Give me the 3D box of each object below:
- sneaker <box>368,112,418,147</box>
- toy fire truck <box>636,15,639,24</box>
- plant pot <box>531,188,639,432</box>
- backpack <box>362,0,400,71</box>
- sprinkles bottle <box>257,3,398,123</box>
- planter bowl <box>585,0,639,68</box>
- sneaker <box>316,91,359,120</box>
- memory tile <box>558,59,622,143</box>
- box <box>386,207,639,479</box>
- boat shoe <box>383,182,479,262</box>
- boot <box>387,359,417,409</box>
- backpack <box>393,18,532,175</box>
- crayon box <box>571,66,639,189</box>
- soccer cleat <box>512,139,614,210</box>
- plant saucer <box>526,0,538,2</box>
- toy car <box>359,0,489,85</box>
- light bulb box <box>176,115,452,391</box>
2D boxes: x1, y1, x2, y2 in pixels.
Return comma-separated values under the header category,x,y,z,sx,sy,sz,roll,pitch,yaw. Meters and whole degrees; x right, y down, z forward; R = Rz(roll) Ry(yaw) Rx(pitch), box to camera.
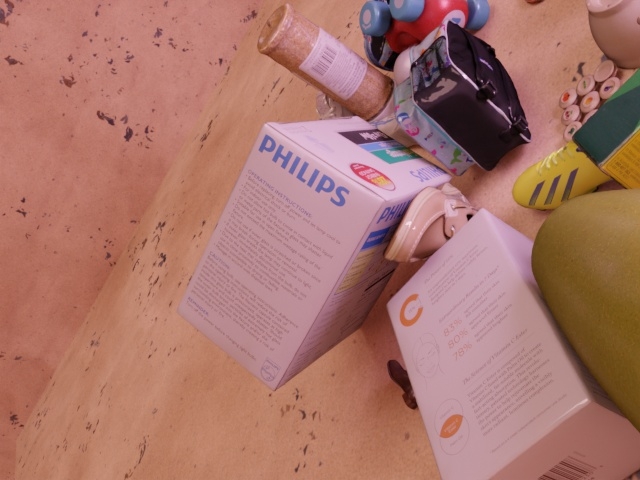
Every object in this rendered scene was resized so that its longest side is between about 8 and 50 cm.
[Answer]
category,x,y,z,sx,sy,sz,roll,pitch,yaw
sneaker,0.171,-0.243,1.518,0.086,0.085,0.237,-51,23,-17
toy fire truck,0.558,-0.344,0.887,0.246,0.158,0.217,-62,25,26
plant pot,0.357,0.055,0.713,0.275,0.274,0.293,-58,26,8
backpack,0.173,-0.474,1.649,0.117,0.158,0.173,179,105,-69
sprinkles bottle,0.033,-0.381,1.570,0.121,0.355,0.121,-40,34,35
planter bowl,0.474,-0.360,1.065,0.162,0.109,0.162,-41,33,35
sneaker,0.035,-0.272,1.691,0.114,0.152,0.305,-23,48,49
memory tile,0.423,-0.202,1.096,0.113,0.012,0.148,-36,40,47
box,0.247,0.161,0.915,0.215,0.168,0.345,-48,31,25
boat shoe,0.188,-0.018,1.092,0.109,0.098,0.302,-61,-16,22
boot,0.168,0.203,1.153,0.114,0.037,0.106,-53,41,23
backpack,0.245,-0.258,1.243,0.191,0.225,0.254,-34,34,34
crayon box,0.475,-0.169,0.792,0.318,0.202,0.081,-48,30,23
soccer cleat,0.377,-0.119,0.996,0.289,0.121,0.094,-18,50,54
plant saucer,0.432,-0.499,1.368,0.083,0.013,0.084,-42,33,35
toy car,0.225,-0.395,1.489,0.210,0.219,0.238,-2,93,58
light bulb box,0.000,0.000,1.189,0.361,0.225,0.358,-61,-17,22
